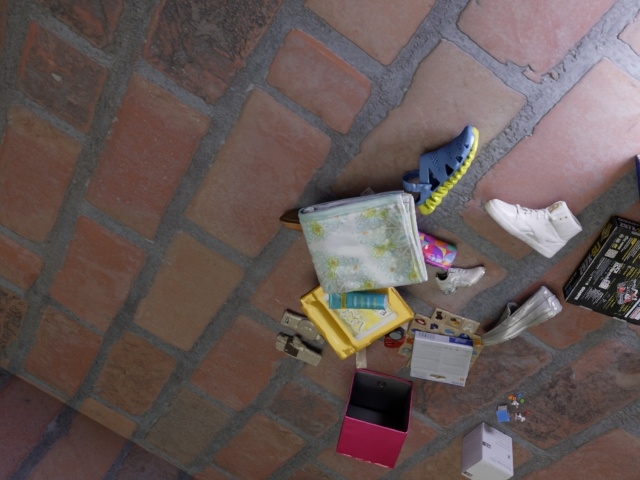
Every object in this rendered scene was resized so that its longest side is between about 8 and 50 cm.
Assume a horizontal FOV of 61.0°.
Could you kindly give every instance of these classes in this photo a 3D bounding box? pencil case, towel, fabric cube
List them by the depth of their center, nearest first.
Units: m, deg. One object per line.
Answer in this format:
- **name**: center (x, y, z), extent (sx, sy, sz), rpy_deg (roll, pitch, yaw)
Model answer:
- **towel**: center (0.140, 0.015, 1.761), extent (0.375, 0.090, 0.320), rpy_deg (-8, 113, 19)
- **pencil case**: center (0.337, 0.027, 1.830), extent (0.237, 0.104, 0.104), rpy_deg (19, 126, 2)
- **fabric cube**: center (0.225, 0.732, 2.241), extent (0.254, 0.259, 0.258), rpy_deg (12, 128, 7)

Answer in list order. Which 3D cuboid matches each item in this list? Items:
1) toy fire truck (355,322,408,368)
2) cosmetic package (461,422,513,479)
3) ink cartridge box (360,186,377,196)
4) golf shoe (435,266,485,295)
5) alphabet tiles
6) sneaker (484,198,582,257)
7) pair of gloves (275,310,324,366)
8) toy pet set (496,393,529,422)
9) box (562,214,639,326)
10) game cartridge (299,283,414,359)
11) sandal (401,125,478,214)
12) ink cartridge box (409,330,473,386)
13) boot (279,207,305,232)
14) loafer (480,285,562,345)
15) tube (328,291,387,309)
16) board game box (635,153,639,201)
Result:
- **toy fire truck**: center (0.212, 0.375, 2.082), extent (0.217, 0.158, 0.246), rpy_deg (11, 137, 8)
- **cosmetic package**: center (0.691, 0.896, 2.258), extent (0.151, 0.183, 0.151), rpy_deg (29, 126, -5)
- **ink cartridge box**: center (0.173, -0.132, 1.811), extent (0.083, 0.028, 0.048), rpy_deg (41, 124, -12)
- **golf shoe**: center (0.478, 0.123, 1.875), extent (0.176, 0.069, 0.086), rpy_deg (-31, 104, 30)
- **alphabet tiles**: center (0.467, 0.408, 2.103), extent (0.285, 0.011, 0.342), rpy_deg (19, 126, 3)
- **sneaker**: center (0.661, -0.080, 1.665), extent (0.293, 0.108, 0.169), rpy_deg (29, 125, -16)
- **pair of gloves**: center (-0.077, 0.403, 2.239), extent (0.204, 0.042, 0.240), rpy_deg (19, 124, 7)
- **toy pet set**: center (0.764, 0.685, 2.168), extent (0.114, 0.065, 0.122), rpy_deg (-19, 116, 26)
- **box**: center (0.963, 0.101, 1.710), extent (0.257, 0.079, 0.321), rpy_deg (17, 126, 2)
- **game cartridge**: center (0.120, 0.242, 1.937), extent (0.324, 0.052, 0.285), rpy_deg (-36, 96, 19)
- **sandal**: center (0.356, -0.221, 1.646), extent (0.138, 0.126, 0.317), rpy_deg (33, 124, -2)
- **ink cartridge box**: center (0.464, 0.459, 2.101), extent (0.224, 0.045, 0.223), rpy_deg (9, 126, 11)
- **boot**: center (0.000, 0.000, 1.920), extent (0.284, 0.109, 0.220), rpy_deg (1, 128, 7)
- **loafer**: center (0.685, 0.270, 1.899), extent (0.319, 0.112, 0.111), rpy_deg (-41, 69, 34)
- **tube**: center (0.127, 0.206, 1.880), extent (0.207, 0.052, 0.080), rpy_deg (2, 93, 18)
- **board game box**: center (1.046, -0.141, 1.481), extent (0.291, 0.141, 0.232), rpy_deg (-10, 120, 22)
